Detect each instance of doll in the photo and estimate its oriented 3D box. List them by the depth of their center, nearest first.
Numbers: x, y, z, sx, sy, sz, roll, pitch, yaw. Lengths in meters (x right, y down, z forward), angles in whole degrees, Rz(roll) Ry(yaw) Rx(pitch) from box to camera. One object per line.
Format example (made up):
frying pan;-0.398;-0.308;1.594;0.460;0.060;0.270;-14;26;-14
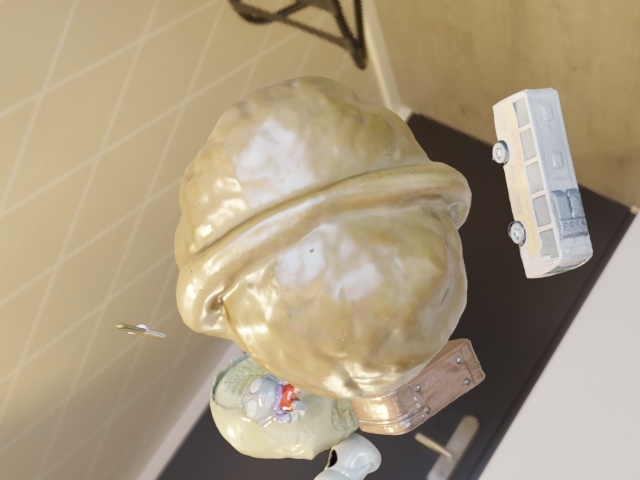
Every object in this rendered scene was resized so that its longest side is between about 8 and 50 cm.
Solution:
doll;-0.094;0.299;1.607;0.075;0.102;0.227;24;158;-29
doll;0.052;0.501;1.834;0.107;0.181;0.110;40;150;-15

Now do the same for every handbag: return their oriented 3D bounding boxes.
handbag;0.138;0.221;1.299;0.151;0.193;0.072;-18;98;53

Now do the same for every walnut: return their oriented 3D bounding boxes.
walnut;0.000;0.000;0.784;0.285;0.285;0.296;95;152;-75

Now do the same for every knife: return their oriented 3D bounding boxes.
knife;-0.367;0.183;1.753;0.046;0.022;0.256;-4;168;9

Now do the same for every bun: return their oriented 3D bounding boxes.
bun;-0.052;0.353;1.846;0.364;0.364;0.202;13;119;58

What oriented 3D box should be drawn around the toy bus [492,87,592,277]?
toy bus;0.413;-0.107;1.604;0.097;0.343;0.138;-8;172;-25
